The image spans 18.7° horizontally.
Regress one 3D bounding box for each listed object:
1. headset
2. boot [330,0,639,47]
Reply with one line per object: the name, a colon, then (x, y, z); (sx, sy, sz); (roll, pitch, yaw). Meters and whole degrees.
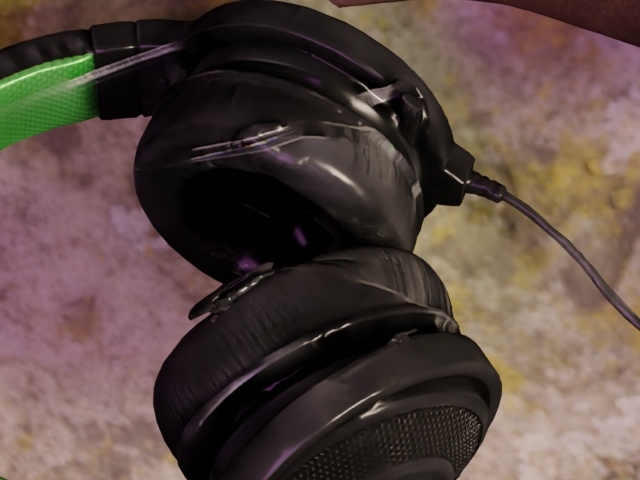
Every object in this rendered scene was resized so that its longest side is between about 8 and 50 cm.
headset: (0.000, 0.000, 0.765); (0.394, 0.243, 0.185); (-4, 147, -6)
boot: (0.097, -0.100, 0.707); (0.207, 0.090, 0.248); (-8, 77, 32)
